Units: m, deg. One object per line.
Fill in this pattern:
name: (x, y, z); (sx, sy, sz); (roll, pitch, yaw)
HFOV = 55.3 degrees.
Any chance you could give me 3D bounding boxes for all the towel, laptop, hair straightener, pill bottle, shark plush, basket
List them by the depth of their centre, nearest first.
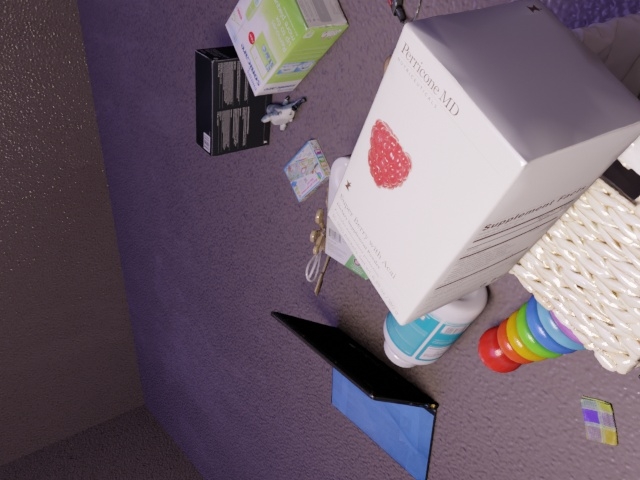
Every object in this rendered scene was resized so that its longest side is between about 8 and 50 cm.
basket: (0.401, -0.075, 0.748); (0.328, 0.332, 0.266); (50, 147, 29)
towel: (0.491, 0.320, 1.080); (0.060, 0.010, 0.083); (4, 109, 55)
hair straightener: (0.131, -0.518, 1.160); (0.089, 0.047, 0.230); (-25, 85, 57)
pill bottle: (0.112, -0.141, 1.257); (0.094, 0.170, 0.094); (28, 126, 45)
pill bottle: (0.222, 0.161, 1.267); (0.146, 0.146, 0.264); (54, 142, 24)
laptop: (0.073, 0.396, 1.524); (0.382, 0.408, 0.236); (31, 96, 44)
shark plush: (-0.097, -0.341, 1.570); (0.161, 0.073, 0.067); (-22, 57, 61)

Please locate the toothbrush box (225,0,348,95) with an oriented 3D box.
toothbrush box: (-0.087, -0.499, 1.417); (0.283, 0.122, 0.206); (-32, 78, 57)

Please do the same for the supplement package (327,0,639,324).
supplement package: (0.152, -0.072, 0.650); (0.177, 0.175, 0.293); (58, 151, 23)

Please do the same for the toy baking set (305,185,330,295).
toy baking set: (0.002, -0.004, 1.484); (0.030, 0.196, 0.256); (12, 124, 16)

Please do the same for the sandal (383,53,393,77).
sandal: (0.179, -0.250, 1.184); (0.079, 0.088, 0.239); (-3, 98, 62)

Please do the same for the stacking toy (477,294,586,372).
stacking toy: (0.380, 0.150, 1.060); (0.141, 0.141, 0.330); (62, 150, 14)

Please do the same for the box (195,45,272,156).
box: (-0.229, -0.373, 1.623); (0.103, 0.185, 0.261); (41, 136, 41)

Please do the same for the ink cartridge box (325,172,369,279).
ink cartridge box: (0.094, -0.043, 1.400); (0.154, 0.093, 0.212); (33, 132, 43)

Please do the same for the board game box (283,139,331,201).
board game box: (-0.034, -0.178, 1.577); (0.154, 0.026, 0.103); (-37, 75, 55)

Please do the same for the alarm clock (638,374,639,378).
alarm clock: (0.566, 0.208, 0.871); (0.129, 0.064, 0.192); (61, 147, 16)
